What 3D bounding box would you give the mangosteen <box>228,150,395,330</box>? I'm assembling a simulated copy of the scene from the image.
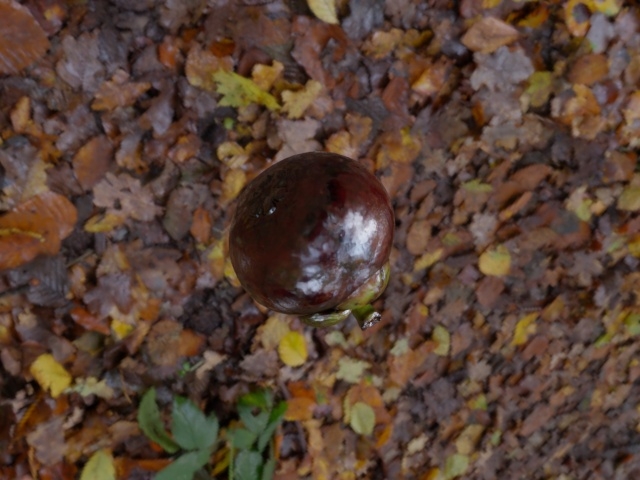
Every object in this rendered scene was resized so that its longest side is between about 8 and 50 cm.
[{"bbox_3d":[-0.002,-0.002,0.347,0.081,0.081,0.081,-25,137,-25],"label":"mangosteen"}]
